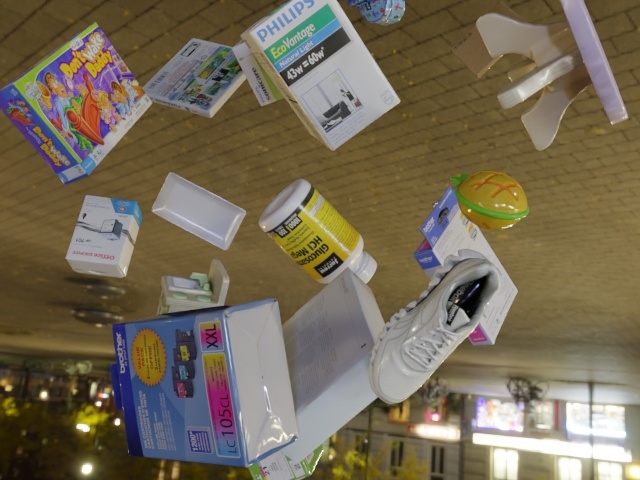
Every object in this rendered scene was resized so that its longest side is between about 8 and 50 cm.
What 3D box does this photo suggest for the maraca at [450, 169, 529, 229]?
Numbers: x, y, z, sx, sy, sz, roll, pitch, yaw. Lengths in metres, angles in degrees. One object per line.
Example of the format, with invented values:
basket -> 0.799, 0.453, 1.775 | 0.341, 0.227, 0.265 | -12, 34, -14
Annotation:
maraca -> 0.299, -0.081, 1.102 | 0.127, 0.099, 0.185 | 9, -154, -8

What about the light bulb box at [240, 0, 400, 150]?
light bulb box -> -0.014, -0.470, 1.666 | 0.361, 0.225, 0.358 | 53, -179, -20

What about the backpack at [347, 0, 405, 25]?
backpack -> 0.145, -0.658, 1.642 | 0.117, 0.173, 0.158 | -24, -162, -29

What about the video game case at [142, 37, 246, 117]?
video game case -> -0.409, -0.566, 2.122 | 0.300, 0.329, 0.036 | 19, 147, 22

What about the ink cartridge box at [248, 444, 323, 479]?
ink cartridge box -> -0.137, 0.526, 1.451 | 0.255, 0.097, 0.189 | -25, 175, 7

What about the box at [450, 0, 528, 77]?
box -> 0.507, -0.603, 1.849 | 0.201, 0.164, 0.021 | -43, 138, 18

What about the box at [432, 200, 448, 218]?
box -> 0.416, -0.104, 1.623 | 0.159, 0.044, 0.233 | -23, 168, 33

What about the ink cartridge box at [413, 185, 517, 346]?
ink cartridge box -> 0.313, 0.056, 1.355 | 0.065, 0.186, 0.311 | -17, 113, 44

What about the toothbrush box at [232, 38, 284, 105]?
toothbrush box -> -0.099, -0.577, 1.941 | 0.283, 0.122, 0.206 | -16, 120, 23

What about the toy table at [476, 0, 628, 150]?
toy table -> 0.387, -0.299, 1.037 | 0.161, 0.274, 0.252 | -22, -176, 30

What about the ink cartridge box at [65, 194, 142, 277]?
ink cartridge box -> -0.560, -0.011, 1.608 | 0.139, 0.190, 0.082 | 7, 152, -1

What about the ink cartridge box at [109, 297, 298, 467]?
ink cartridge box -> -0.251, 0.271, 1.186 | 0.395, 0.270, 0.151 | -12, 175, 39

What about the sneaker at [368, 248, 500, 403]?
sneaker -> 0.181, 0.142, 0.989 | 0.110, 0.292, 0.118 | 35, -178, -7

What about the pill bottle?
pill bottle -> 0.000, 0.000, 1.765 | 0.334, 0.188, 0.188 | 44, 151, -16

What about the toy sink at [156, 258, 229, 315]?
toy sink -> -0.316, 0.164, 1.460 | 0.131, 0.234, 0.153 | 10, -165, -23

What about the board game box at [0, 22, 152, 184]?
board game box -> -0.554, -0.324, 1.425 | 0.078, 0.347, 0.233 | -17, 123, 26

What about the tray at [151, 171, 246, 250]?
tray -> -0.380, -0.093, 1.938 | 0.270, 0.145, 0.030 | 28, -169, -2

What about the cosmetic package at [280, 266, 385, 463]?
cosmetic package -> 0.010, 0.248, 1.331 | 0.097, 0.284, 0.377 | 42, -168, -19
